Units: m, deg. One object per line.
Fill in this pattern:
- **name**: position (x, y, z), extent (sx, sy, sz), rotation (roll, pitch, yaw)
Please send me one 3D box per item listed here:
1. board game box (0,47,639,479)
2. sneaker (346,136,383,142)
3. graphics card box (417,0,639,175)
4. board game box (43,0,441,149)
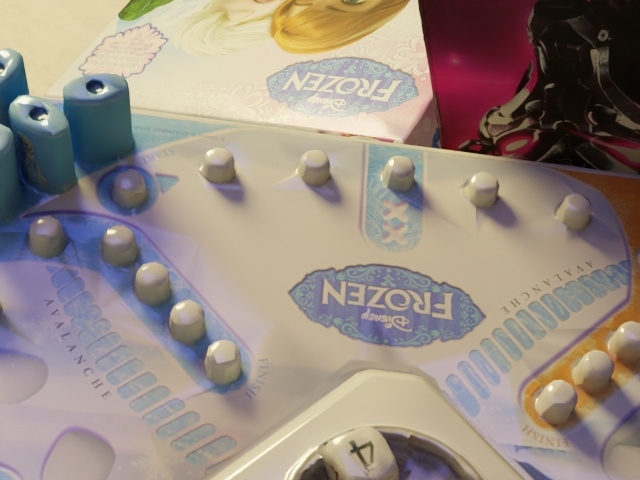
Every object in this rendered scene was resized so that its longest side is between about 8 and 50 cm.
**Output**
- **board game box**: position (0.025, 0.102, 0.430), extent (0.390, 0.050, 0.390), rotation (7, 53, -4)
- **sneaker**: position (0.000, 0.000, 0.681), extent (0.305, 0.152, 0.114), rotation (13, 38, 43)
- **graphics card box**: position (0.174, -0.079, 0.590), extent (0.233, 0.371, 0.094), rotation (5, 53, 16)
- **board game box**: position (0.009, -0.173, 0.895), extent (0.318, 0.066, 0.318), rotation (10, 52, 35)
